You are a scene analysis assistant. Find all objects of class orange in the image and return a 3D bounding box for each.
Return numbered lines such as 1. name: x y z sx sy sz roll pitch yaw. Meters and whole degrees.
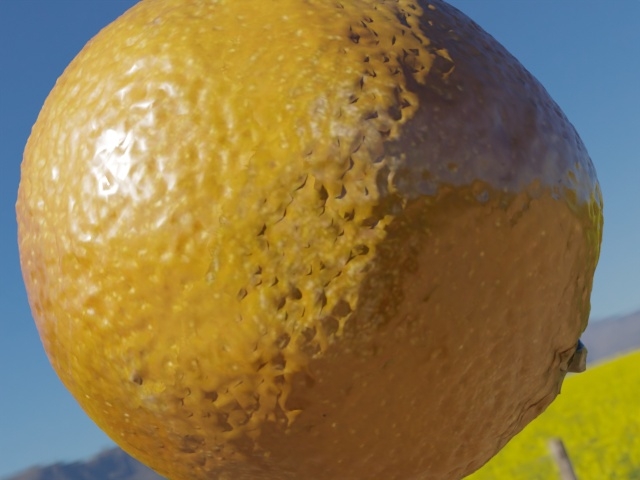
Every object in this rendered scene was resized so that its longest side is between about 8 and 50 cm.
1. orange: 0.000 0.000 0.681 0.264 0.264 0.264 -20 -9 -3
